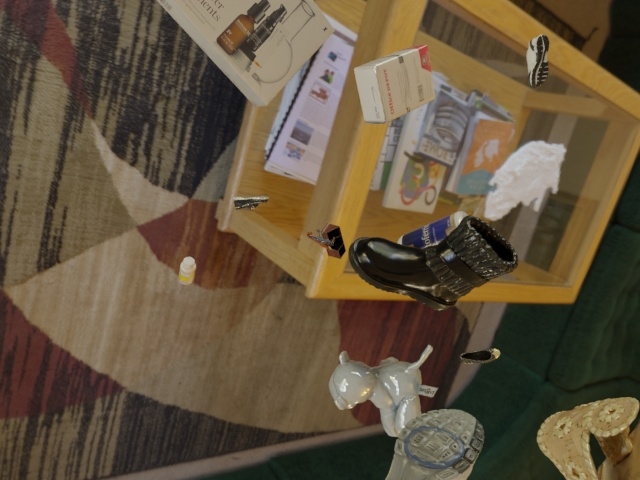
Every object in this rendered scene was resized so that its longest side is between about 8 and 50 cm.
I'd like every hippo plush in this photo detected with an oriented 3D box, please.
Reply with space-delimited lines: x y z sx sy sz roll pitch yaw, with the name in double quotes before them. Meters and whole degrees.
"hippo plush" 0.145 0.420 1.306 0.236 0.294 0.234 3 69 -13

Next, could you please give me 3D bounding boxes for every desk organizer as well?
"desk organizer" 0.047 0.003 1.683 0.047 0.050 0.130 -54 145 -31

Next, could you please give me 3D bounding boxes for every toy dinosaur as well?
"toy dinosaur" 0.000 0.000 1.446 0.082 0.047 0.090 1 78 -5

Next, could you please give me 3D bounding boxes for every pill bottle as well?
"pill bottle" -0.376 0.084 1.371 0.043 0.043 0.083 -11 142 -32
"pill bottle" 0.313 0.034 1.384 0.265 0.153 0.153 -26 138 29

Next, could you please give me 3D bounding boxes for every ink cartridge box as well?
"ink cartridge box" 0.211 -0.438 1.361 0.218 0.092 0.158 -32 120 -31

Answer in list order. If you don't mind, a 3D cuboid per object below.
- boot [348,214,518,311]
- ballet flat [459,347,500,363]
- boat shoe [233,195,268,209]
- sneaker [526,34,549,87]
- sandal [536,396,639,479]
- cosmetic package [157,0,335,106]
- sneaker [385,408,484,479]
"boot" 0.271 0.032 1.189 0.348 0.131 0.260 21 141 -17
"ballet flat" 0.683 0.499 2.080 0.173 0.057 0.049 -14 156 11
"boat shoe" -0.194 -0.104 1.349 0.046 0.125 0.038 -13 101 -57
"sneaker" 0.473 -0.390 1.062 0.040 0.044 0.109 -1 103 -13
"sandal" 0.207 0.170 0.372 0.088 0.079 0.240 -61 149 -36
"cosmetic package" -0.184 -0.574 1.211 0.377 0.097 0.284 44 78 -28
"sneaker" 0.143 0.377 0.725 0.297 0.111 0.129 -38 134 -28
